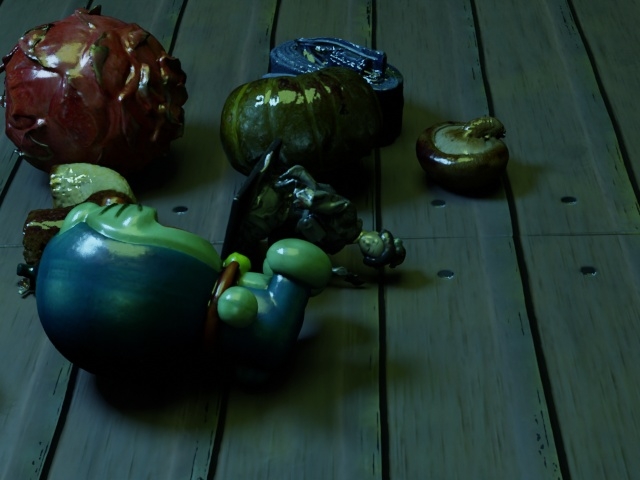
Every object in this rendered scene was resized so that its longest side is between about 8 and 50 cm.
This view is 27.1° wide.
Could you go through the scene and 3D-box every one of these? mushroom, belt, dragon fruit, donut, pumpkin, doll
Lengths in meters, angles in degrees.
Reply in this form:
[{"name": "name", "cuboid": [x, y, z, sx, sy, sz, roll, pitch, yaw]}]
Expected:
[{"name": "mushroom", "cuboid": [0.183, -0.117, 1.732, 0.127, 0.087, 0.127, 0, 28, 0]}, {"name": "belt", "cuboid": [0.023, -0.225, 1.881, 0.218, 0.128, 0.122, 24, 40, 34]}, {"name": "dragon fruit", "cuboid": [-0.300, -0.188, 1.765, 0.252, 0.241, 0.241, -26, 35, -6]}, {"name": "donut", "cuboid": [-0.287, -0.028, 1.628, 0.141, 0.085, 0.217, -3, 30, 0]}, {"name": "pumpkin", "cuboid": [-0.025, -0.138, 1.725, 0.218, 0.162, 0.219, -7, 4, 1]}, {"name": "doll", "cuboid": [-0.156, 0.060, 1.382, 0.321, 0.186, 0.198, 11, -10, 2]}]

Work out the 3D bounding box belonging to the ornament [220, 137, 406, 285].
[{"name": "ornament", "cuboid": [0.000, 0.000, 1.529, 0.196, 0.166, 0.153, 19, 36, 6]}]
